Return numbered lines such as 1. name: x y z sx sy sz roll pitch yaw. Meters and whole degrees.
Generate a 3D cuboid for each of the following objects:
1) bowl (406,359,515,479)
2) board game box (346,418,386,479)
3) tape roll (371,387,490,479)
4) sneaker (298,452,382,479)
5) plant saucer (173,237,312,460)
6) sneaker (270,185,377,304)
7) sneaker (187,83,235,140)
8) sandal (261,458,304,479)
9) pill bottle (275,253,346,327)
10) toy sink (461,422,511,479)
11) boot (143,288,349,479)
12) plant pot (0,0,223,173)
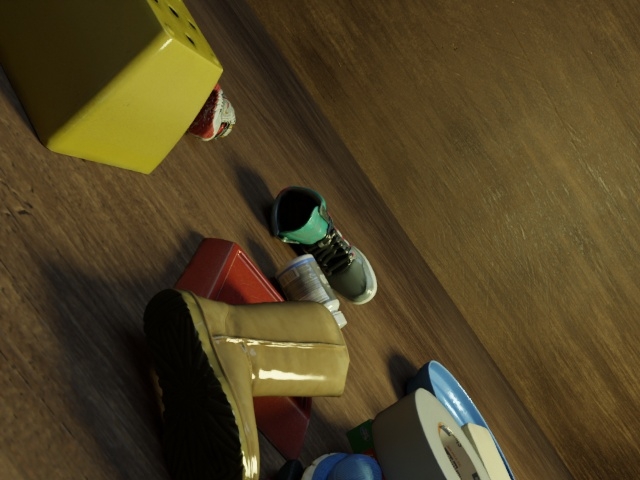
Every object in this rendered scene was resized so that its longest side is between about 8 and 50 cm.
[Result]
1. bowl: 0.323 0.462 1.383 0.391 0.077 0.391 52 14 -19
2. board game box: 0.163 0.387 0.897 0.317 0.046 0.214 37 23 -53
3. tape roll: 0.159 0.311 0.810 0.219 0.072 0.219 51 13 -17
4. sneaker: 0.049 0.305 0.592 0.330 0.147 0.130 -40 118 -81
5. plant saucer: -0.086 0.126 0.834 0.258 0.047 0.259 52 15 -15
6. sneaker: 0.000 0.000 1.233 0.296 0.123 0.178 52 7 15
7. sneaker: -0.202 -0.241 1.184 0.093 0.088 0.225 51 15 -24
8. sandal: -0.049 0.277 0.635 0.179 0.040 0.067 34 45 -80
9. pill bottle: -0.015 0.100 1.060 0.137 0.078 0.078 60 14 14
10. toy sink: 0.272 0.468 1.091 0.153 0.131 0.234 35 30 -55
11. boot: -0.048 0.161 0.669 0.269 0.089 0.236 18 49 -55
12. plant pot: -0.257 -0.237 0.786 0.212 0.187 0.212 59 14 11
